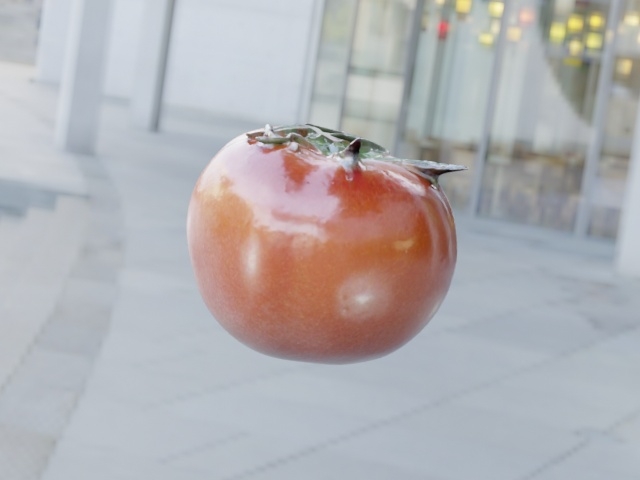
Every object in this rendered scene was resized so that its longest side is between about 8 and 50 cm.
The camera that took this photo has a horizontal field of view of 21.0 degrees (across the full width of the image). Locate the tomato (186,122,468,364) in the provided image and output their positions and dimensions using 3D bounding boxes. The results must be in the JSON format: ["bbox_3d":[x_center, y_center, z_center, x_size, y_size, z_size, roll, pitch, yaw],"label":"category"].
[{"bbox_3d":[0.000,0.000,1.617,0.256,0.224,0.256,8,11,-2],"label":"tomato"}]
